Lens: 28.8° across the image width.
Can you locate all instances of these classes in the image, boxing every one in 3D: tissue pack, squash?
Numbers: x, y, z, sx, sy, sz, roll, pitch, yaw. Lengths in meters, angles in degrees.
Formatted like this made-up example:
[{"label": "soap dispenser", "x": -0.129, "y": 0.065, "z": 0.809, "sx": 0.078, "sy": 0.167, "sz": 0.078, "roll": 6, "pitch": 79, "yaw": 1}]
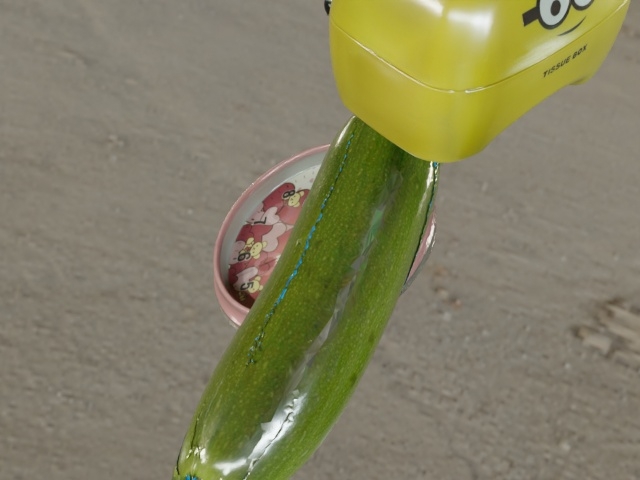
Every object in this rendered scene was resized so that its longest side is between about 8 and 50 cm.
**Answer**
[{"label": "tissue pack", "x": 0.094, "y": -0.139, "z": 0.715, "sx": 0.178, "sy": 0.127, "sz": 0.123, "roll": -33, "pitch": 53, "yaw": -32}, {"label": "squash", "x": -0.010, "y": 0.058, "z": 0.767, "sx": 0.087, "sy": 0.331, "sz": 0.087, "roll": 27, "pitch": -16, "yaw": 8}]

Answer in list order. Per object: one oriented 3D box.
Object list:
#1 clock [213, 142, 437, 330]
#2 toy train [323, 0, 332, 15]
[{"label": "clock", "x": 0.000, "y": 0.001, "z": 1.248, "sx": 0.244, "sy": 0.244, "sz": 0.056, "roll": 47, "pitch": -6, "yaw": 48}, {"label": "toy train", "x": 0.070, "y": -0.326, "z": 1.505, "sx": 0.219, "sy": 0.127, "sz": 0.089, "roll": -25, "pitch": 34, "yaw": -30}]
